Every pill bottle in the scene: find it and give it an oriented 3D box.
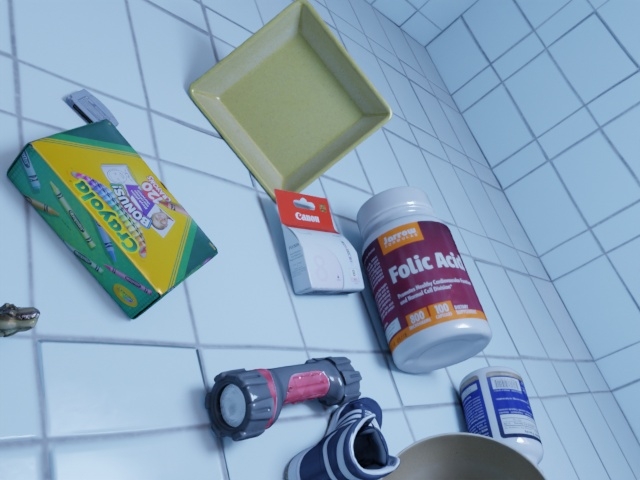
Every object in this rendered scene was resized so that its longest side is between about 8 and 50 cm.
[{"bbox_3d":[0.223,0.082,1.336,0.224,0.224,0.392,20,44,-43],"label":"pill bottle"},{"bbox_3d":[0.413,0.435,1.309,0.153,0.153,0.264,33,36,-30],"label":"pill bottle"}]

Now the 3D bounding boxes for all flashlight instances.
[{"bbox_3d":[-0.041,0.247,0.934,0.304,0.103,0.103,9,78,-51],"label":"flashlight"}]

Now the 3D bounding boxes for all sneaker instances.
[{"bbox_3d":[0.075,0.324,0.957,0.099,0.153,0.282,58,31,6],"label":"sneaker"}]

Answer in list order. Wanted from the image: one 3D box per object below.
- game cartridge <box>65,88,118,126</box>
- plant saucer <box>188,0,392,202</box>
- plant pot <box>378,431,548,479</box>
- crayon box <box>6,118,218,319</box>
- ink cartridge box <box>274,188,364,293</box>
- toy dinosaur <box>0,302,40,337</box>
[{"bbox_3d":[-0.395,-0.225,1.006,0.083,0.017,0.056,47,35,-12],"label":"game cartridge"},{"bbox_3d":[-0.065,-0.306,1.302,0.333,0.333,0.081,51,1,-4],"label":"plant saucer"},{"bbox_3d":[0.238,0.491,0.946,0.284,0.284,0.191,-69,153,-55],"label":"plant pot"},{"bbox_3d":[-0.305,-0.038,0.875,0.278,0.081,0.165,51,30,-5],"label":"crayon box"},{"bbox_3d":[0.000,0.000,1.238,0.189,0.066,0.232,6,71,-51],"label":"ink cartridge box"},{"bbox_3d":[-0.418,0.132,0.579,0.268,0.064,0.118,-4,59,-50],"label":"toy dinosaur"}]
